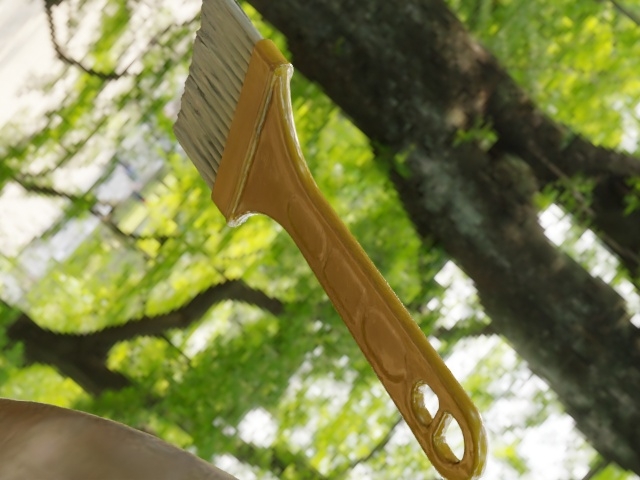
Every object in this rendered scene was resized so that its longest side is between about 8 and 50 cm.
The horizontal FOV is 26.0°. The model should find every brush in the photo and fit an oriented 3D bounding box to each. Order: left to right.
[{"bbox_3d":[0.000,0.000,0.622,0.013,0.272,0.103,-11,139,-30],"label":"brush"}]

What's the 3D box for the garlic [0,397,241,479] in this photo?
[{"bbox_3d":[-0.061,0.149,0.501,0.112,0.318,0.143,-27,133,-34],"label":"garlic"}]
